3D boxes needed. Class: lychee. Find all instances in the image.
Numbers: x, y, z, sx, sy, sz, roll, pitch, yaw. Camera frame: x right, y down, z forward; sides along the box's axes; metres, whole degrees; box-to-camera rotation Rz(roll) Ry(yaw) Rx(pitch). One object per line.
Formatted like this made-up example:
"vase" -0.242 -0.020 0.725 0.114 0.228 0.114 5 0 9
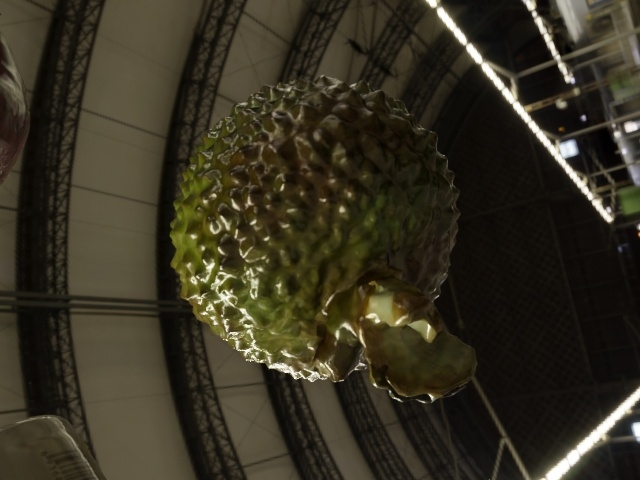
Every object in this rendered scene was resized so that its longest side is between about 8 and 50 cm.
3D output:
"lychee" -0.003 -0.007 0.582 0.270 0.269 0.320 55 -154 -30

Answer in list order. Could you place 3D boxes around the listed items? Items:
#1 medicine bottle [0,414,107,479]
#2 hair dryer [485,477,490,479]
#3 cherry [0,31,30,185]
"medicine bottle" -0.308 0.398 0.744 0.340 0.208 0.208 48 -159 21
"hair dryer" 0.157 0.360 0.477 0.341 0.123 0.313 -92 -16 -46
"cherry" -0.362 -0.093 0.514 0.203 0.300 0.230 52 -174 -34
